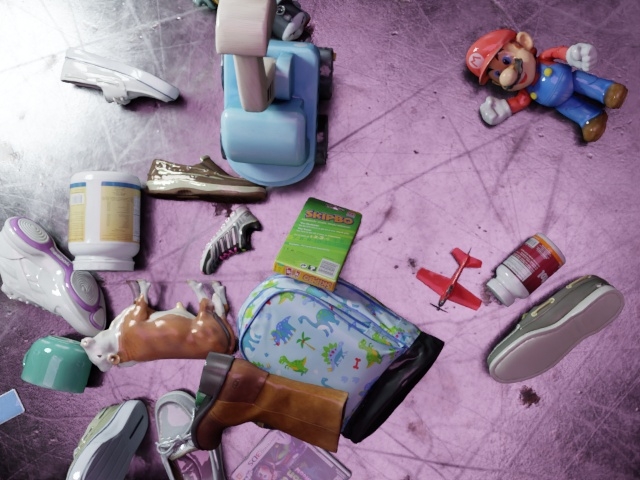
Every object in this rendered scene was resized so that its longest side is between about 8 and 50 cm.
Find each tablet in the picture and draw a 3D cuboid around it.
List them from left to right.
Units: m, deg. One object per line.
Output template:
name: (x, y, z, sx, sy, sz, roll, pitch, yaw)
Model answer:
tablet: (-0.678, 0.359, 1.801, 0.083, 0.006, 0.054, -27, 85, 2)

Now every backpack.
backpack: (0.008, 0.204, 1.664, 0.355, 0.273, 0.290, 45, 115, 17)

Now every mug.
mug: (-0.550, 0.248, 1.740, 0.157, 0.129, 0.097, 16, 84, 5)

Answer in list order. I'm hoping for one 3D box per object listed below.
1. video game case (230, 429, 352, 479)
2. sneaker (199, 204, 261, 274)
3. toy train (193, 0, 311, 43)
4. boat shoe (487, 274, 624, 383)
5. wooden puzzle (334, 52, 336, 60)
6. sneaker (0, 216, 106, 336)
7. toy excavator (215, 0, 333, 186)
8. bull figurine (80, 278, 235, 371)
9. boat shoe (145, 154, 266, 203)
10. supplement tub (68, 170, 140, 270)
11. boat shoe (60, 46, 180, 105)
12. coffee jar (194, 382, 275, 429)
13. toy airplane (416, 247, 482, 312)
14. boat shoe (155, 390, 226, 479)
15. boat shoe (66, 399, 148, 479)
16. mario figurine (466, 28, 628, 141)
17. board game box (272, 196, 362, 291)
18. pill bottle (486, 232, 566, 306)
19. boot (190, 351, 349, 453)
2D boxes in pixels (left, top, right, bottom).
video game case: (-0.061, 0.487, 1.750, 0.190, 0.022, 0.173, 41, 89, 5)
sneaker: (-0.185, 0.009, 1.768, 0.075, 0.063, 0.170, 35, 84, 11)
toy train: (-0.162, -0.507, 1.738, 0.334, 0.190, 0.142, 39, 90, 5)
boat shoe: (0.463, 0.178, 1.707, 0.305, 0.091, 0.109, -34, 122, 2)
wooden puzzle: (-0.017, -0.360, 1.809, 0.078, 0.014, 0.116, 22, 88, 5)
sneaker: (-0.574, 0.096, 1.779, 0.152, 0.114, 0.305, -44, 86, 21)
toy excavator: (-0.097, -0.266, 1.539, 0.222, 0.445, 0.433, 4, 118, 2)
bull figurine: (-0.331, 0.175, 1.741, 0.310, 0.101, 0.188, 1, 84, -8)
boat shoe: (-0.239, -0.134, 1.768, 0.257, 0.095, 0.095, 4, 80, 4)
supplement tub: (-0.446, -0.036, 1.745, 0.144, 0.144, 0.200, 0, 86, 3)
boat shoe: (-0.430, -0.331, 1.791, 0.267, 0.096, 0.088, 20, 91, 6)
coffee jar: (-0.157, 0.322, 1.732, 0.184, 0.079, 0.096, 15, 62, 4)
toy airplane: (0.282, 0.081, 1.754, 0.151, 0.028, 0.151, 0, 87, 2)
boat shoe: (-0.258, 0.463, 1.721, 0.118, 0.103, 0.320, -18, 85, 1)
boat shoe: (-0.430, 0.417, 1.653, 0.094, 0.302, 0.109, -10, 106, 14)
mario figurine: (0.442, -0.310, 1.704, 0.320, 0.170, 0.198, 25, 90, 3)
board game box: (0.000, 0.000, 1.692, 0.124, 0.259, 0.039, 19, 127, 5)
pill bottle: (0.417, 0.063, 1.719, 0.152, 0.086, 0.086, -42, 85, 1)
boot: (-0.096, 0.343, 1.616, 0.280, 0.096, 0.264, 17, 120, 3)
